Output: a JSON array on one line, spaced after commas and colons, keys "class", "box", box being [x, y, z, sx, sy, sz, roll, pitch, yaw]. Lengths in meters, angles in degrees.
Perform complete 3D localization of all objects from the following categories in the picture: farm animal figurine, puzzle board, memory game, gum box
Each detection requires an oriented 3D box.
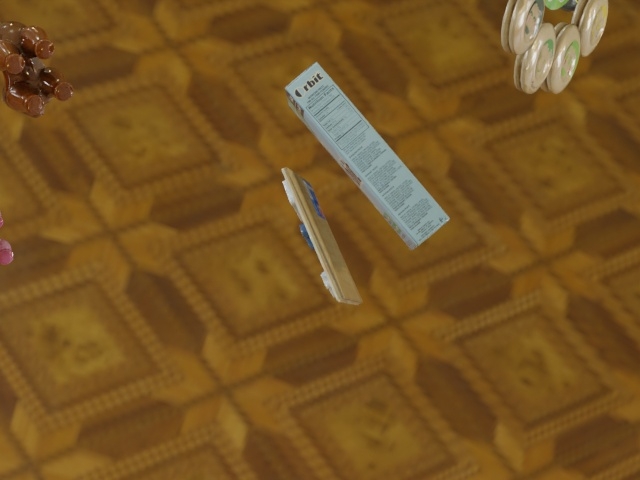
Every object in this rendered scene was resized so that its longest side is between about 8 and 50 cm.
[{"class": "farm animal figurine", "box": [-0.414, -0.105, 1.787, 0.327, 0.330, 0.172, 37, -3, -36]}, {"class": "puzzle board", "box": [0.000, 0.000, 1.327, 0.011, 0.128, 0.096, -25, 84, 5]}, {"class": "memory game", "box": [0.131, -0.159, 0.944, 0.012, 0.186, 0.186, 18, 43, 23]}, {"class": "gum box", "box": [0.042, -0.074, 1.765, 0.041, 0.157, 0.184, -40, 89, -1]}]

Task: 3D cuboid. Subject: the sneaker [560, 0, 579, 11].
[{"class": "sneaker", "box": [0.272, -0.254, 1.922, 0.035, 0.083, 0.031, -8, 77, -57]}]
